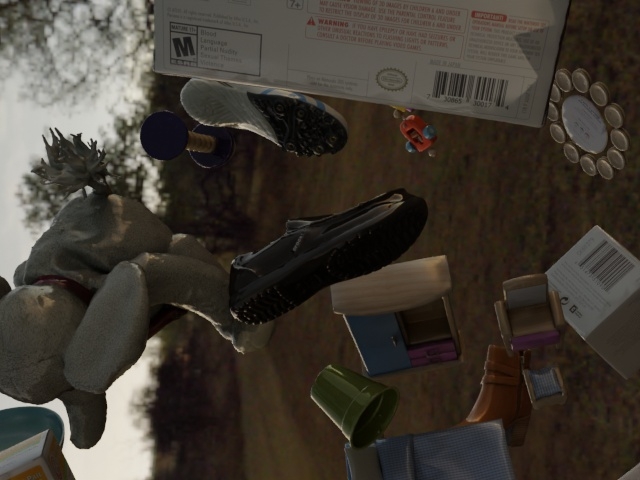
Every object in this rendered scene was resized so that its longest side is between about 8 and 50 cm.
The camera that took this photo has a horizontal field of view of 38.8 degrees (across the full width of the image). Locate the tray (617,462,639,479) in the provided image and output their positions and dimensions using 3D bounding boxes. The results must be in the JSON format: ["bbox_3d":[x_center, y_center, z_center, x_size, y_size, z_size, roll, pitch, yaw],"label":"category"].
[{"bbox_3d":[0.315,0.345,0.972,0.030,0.270,0.145,59,172,-26],"label":"tray"}]

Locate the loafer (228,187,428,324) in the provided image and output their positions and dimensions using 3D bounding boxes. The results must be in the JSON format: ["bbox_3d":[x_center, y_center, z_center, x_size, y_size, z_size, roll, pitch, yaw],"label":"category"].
[{"bbox_3d":[0.000,0.000,0.898,0.078,0.220,0.080,64,180,32],"label":"loafer"}]

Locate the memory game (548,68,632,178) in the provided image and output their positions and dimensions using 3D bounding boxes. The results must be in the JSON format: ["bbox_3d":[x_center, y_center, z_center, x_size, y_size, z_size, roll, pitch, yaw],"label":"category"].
[{"bbox_3d":[0.407,-0.180,1.394,0.186,0.012,0.186,53,162,27],"label":"memory game"}]

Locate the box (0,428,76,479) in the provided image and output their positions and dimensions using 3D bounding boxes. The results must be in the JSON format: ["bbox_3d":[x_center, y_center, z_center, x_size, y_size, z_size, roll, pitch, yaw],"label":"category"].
[{"bbox_3d":[-0.308,0.329,0.994,0.103,0.114,0.203,-159,46,-77],"label":"box"}]

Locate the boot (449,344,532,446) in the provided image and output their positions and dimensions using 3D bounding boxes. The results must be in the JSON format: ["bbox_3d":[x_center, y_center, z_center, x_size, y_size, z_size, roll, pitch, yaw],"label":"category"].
[{"bbox_3d":[0.250,0.231,1.350,0.073,0.197,0.153,7,91,39],"label":"boot"}]

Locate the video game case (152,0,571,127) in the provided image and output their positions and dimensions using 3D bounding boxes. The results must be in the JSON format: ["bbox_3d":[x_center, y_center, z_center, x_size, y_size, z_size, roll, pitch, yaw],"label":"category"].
[{"bbox_3d":[0.025,-0.178,0.486,0.042,0.232,0.210,-71,-13,-60],"label":"video game case"}]

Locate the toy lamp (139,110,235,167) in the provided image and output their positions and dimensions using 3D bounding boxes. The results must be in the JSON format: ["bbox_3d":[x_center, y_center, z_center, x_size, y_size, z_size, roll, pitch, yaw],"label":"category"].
[{"bbox_3d":[-0.190,-0.151,1.390,0.274,0.080,0.080,-21,-63,-80],"label":"toy lamp"}]

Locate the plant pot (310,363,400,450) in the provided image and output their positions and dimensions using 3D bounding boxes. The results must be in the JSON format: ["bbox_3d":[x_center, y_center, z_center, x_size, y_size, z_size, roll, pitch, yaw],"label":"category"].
[{"bbox_3d":[0.033,0.180,1.026,0.083,0.079,0.083,-35,-38,-33],"label":"plant pot"}]

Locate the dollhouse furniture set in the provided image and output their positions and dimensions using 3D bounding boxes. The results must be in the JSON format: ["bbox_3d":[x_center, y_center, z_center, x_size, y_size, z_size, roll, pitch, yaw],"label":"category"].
[{"bbox_3d":[0.156,0.196,1.019,0.198,0.286,0.303,67,-166,-56],"label":"dollhouse furniture set"}]

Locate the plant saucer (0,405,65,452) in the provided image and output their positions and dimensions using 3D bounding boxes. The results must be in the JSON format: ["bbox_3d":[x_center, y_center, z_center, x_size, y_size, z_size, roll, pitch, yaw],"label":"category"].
[{"bbox_3d":[-0.479,0.327,1.188,0.317,0.317,0.044,-103,-5,-70],"label":"plant saucer"}]

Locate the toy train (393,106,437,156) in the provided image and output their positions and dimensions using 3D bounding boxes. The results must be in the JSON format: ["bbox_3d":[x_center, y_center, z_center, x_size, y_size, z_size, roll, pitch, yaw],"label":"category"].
[{"bbox_3d":[0.153,-0.197,1.278,0.046,0.125,0.166,-48,2,-34],"label":"toy train"}]

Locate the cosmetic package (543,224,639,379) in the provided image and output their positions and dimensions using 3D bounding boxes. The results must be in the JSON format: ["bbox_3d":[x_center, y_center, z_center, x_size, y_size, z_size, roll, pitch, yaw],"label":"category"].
[{"bbox_3d":[0.487,0.105,1.517,0.151,0.183,0.151,-45,41,8],"label":"cosmetic package"}]

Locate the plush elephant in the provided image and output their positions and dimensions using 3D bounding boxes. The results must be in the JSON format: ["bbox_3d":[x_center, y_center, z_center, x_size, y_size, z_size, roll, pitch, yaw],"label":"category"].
[{"bbox_3d":[-0.241,0.086,0.938,0.255,0.271,0.330,-66,-35,-36],"label":"plush elephant"}]

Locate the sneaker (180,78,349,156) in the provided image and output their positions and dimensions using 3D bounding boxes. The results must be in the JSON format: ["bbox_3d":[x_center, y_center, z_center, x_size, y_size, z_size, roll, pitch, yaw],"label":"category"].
[{"bbox_3d":[-0.063,-0.168,1.124,0.086,0.237,0.085,-47,-35,-40],"label":"sneaker"}]
